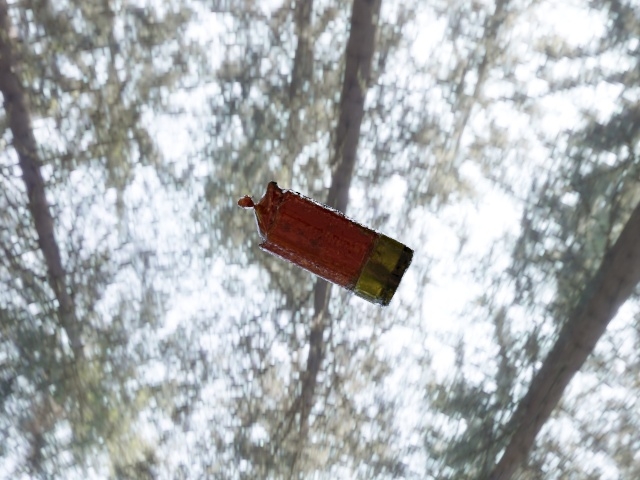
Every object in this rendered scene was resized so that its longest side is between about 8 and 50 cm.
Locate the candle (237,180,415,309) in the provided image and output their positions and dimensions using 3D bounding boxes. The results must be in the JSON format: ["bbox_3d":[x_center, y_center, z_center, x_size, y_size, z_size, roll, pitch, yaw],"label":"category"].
[{"bbox_3d":[0.000,0.000,0.931,0.130,0.052,0.052,26,-115,1],"label":"candle"}]
